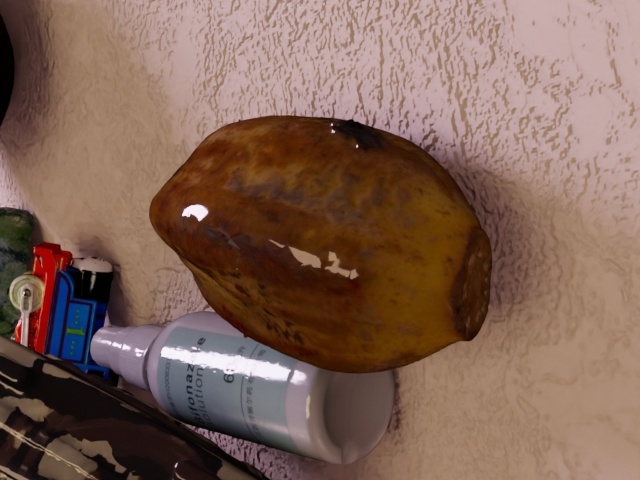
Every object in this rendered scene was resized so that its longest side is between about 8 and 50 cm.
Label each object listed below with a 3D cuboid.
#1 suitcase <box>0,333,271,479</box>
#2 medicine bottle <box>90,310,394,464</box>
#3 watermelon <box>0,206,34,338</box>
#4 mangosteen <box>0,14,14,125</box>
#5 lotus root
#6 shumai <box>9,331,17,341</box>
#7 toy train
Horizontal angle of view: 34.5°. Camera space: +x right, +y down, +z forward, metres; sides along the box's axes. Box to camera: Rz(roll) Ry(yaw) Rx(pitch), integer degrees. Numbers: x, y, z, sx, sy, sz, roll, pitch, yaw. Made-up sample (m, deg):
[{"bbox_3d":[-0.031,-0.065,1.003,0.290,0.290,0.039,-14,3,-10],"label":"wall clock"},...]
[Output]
[{"bbox_3d":[-0.190,0.249,0.957,0.352,0.194,0.339,27,166,13],"label":"suitcase"},{"bbox_3d":[-0.096,0.123,0.966,0.352,0.110,0.110,4,105,43],"label":"medicine bottle"},{"bbox_3d":[-0.404,0.052,1.251,0.139,0.071,0.187,-6,75,64],"label":"watermelon"},{"bbox_3d":[-0.502,-0.198,1.129,0.330,0.330,0.330,14,111,41],"label":"mangosteen"},{"bbox_3d":[0.007,-0.004,0.801,0.291,0.193,0.193,18,114,43],"label":"lotus root"},{"bbox_3d":[-0.323,0.152,1.214,0.087,0.099,0.123,30,133,14],"label":"shumai"},{"bbox_3d":[-0.282,0.110,1.136,0.083,0.131,0.204,-149,68,-82],"label":"toy train"}]
